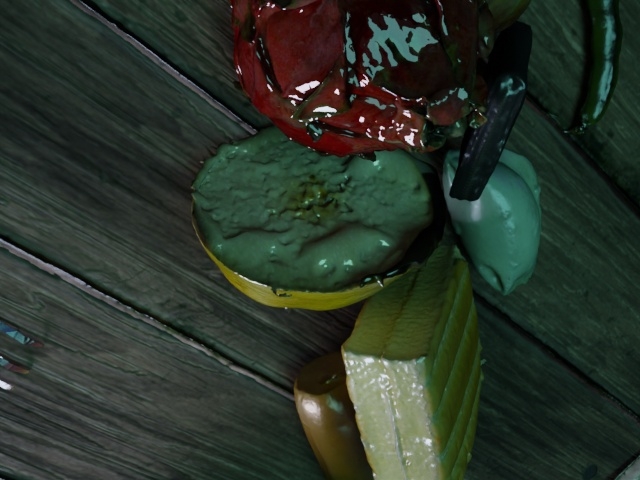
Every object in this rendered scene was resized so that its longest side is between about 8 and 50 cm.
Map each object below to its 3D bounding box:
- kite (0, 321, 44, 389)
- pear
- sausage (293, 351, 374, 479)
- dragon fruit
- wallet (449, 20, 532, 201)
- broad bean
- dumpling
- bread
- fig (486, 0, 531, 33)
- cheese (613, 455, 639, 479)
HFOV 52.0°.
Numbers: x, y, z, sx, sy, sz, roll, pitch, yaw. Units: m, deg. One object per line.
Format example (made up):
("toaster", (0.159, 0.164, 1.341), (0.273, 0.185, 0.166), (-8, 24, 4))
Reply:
("kite", (-0.394, 0.075, 0.675), (0.229, 0.016, 0.127), (38, 94, -27))
("pear", (-0.002, -0.001, 0.726), (0.267, 0.267, 0.178), (-19, 145, -15))
("sausage", (0.056, 0.296, 0.883), (0.112, 0.112, 0.328), (-26, 117, -12))
("dragon fruit", (0.031, -0.190, 0.605), (0.245, 0.298, 0.244), (-20, 142, -17))
("wallet", (0.188, -0.146, 0.715), (0.044, 0.250, 0.149), (21, 122, 5))
("broad bean", (0.361, -0.248, 0.853), (0.069, 0.039, 0.226), (-5, 110, -14))
("dumpling", (0.225, -0.042, 0.847), (0.105, 0.149, 0.216), (-21, 113, 28))
("bread", (0.126, 0.155, 0.795), (0.111, 0.246, 0.239), (0, 121, 25))
("fig", (0.195, -0.327, 0.687), (0.160, 0.143, 0.231), (34, 116, -23))
("cheese", (0.683, 0.335, 1.183), (0.400, 0.034, 0.085), (-38, 117, -5))
